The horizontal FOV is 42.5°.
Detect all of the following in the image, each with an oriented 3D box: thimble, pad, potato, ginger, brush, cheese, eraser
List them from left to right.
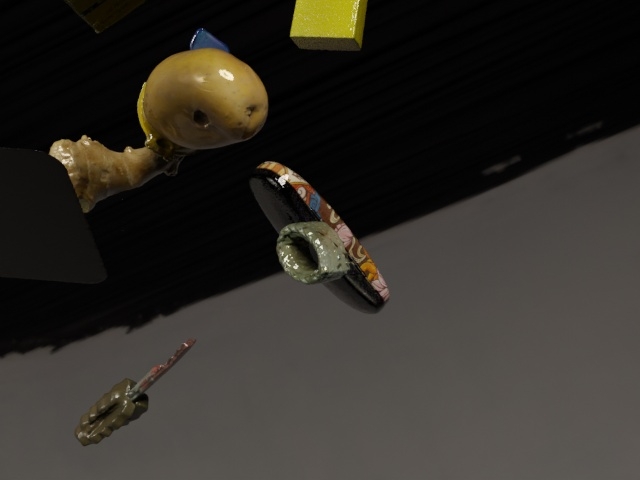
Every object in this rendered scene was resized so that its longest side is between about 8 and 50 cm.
[{"bbox_3d":[-0.455,-0.051,1.329,0.375,0.315,0.063,93,3,-57],"label":"pad"},{"bbox_3d":[-0.354,-0.142,1.456,0.086,0.295,0.131,-1,-69,51],"label":"ginger"},{"bbox_3d":[-0.302,0.251,1.375,0.071,0.301,0.084,49,27,0],"label":"brush"},{"bbox_3d":[-0.231,-0.252,1.439,0.156,0.250,0.064,35,-21,-30],"label":"cheese"},{"bbox_3d":[-0.180,-0.224,1.279,0.150,0.234,0.146,20,73,-49],"label":"potato"},{"bbox_3d":[-0.009,0.019,1.202,0.110,0.084,0.062,33,27,36],"label":"thimble"},{"bbox_3d":[0.016,-0.337,1.172,0.045,0.097,0.122,26,71,-68],"label":"eraser"}]

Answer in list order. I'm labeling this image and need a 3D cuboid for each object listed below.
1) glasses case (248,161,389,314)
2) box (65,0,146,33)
[{"bbox_3d":[0.000,0.000,1.357,0.321,0.082,0.122,51,-17,-23],"label":"glasses case"},{"bbox_3d":[-0.225,-0.315,0.928,0.041,0.153,0.279,55,-2,-4],"label":"box"}]
